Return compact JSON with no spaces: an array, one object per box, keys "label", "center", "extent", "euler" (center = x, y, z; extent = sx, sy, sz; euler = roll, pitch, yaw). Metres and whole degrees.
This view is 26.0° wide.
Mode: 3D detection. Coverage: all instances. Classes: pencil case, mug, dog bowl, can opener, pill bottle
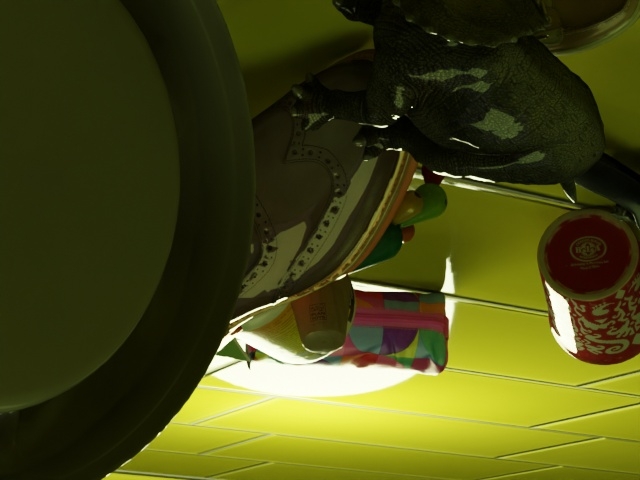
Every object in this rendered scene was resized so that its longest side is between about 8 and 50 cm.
[{"label":"pencil case","center":[0.027,0.096,1.531],"extent":[0.236,0.104,0.104],"euler":[4,163,-12]},{"label":"mug","center":[0.276,0.030,1.317],"extent":[0.150,0.113,0.169],"euler":[-37,153,1]},{"label":"dog bowl","center":[-0.188,-0.037,0.729],"extent":[0.102,0.348,0.349],"euler":[0,166,40]},{"label":"can opener","center":[0.231,-0.055,1.113],"extent":[0.186,0.073,0.059],"euler":[18,-165,-35]},{"label":"pill bottle","center":[-0.053,0.042,1.320],"extent":[0.117,0.117,0.215],"euler":[-5,162,21]}]

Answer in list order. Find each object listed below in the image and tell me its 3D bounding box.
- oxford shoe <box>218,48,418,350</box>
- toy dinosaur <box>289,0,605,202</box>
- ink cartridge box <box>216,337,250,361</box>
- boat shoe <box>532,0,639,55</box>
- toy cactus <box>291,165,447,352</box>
[{"label":"oxford shoe","center":[-0.070,-0.001,0.991],"extent":[0.364,0.130,0.133],"euler":[-44,161,32]},{"label":"toy dinosaur","center":[0.091,-0.079,0.789],"extent":[0.160,0.121,0.313],"euler":[11,151,43]},{"label":"ink cartridge box","center":[-0.186,0.033,1.259],"extent":[0.235,0.056,0.171],"euler":[2,144,27]},{"label":"boat shoe","center":[0.125,-0.138,0.834],"extent":[0.135,0.050,0.045],"euler":[-8,166,29]},{"label":"toy cactus","center":[0.000,0.000,1.105],"extent":[0.219,0.180,0.112],"euler":[-2,143,-5]}]
